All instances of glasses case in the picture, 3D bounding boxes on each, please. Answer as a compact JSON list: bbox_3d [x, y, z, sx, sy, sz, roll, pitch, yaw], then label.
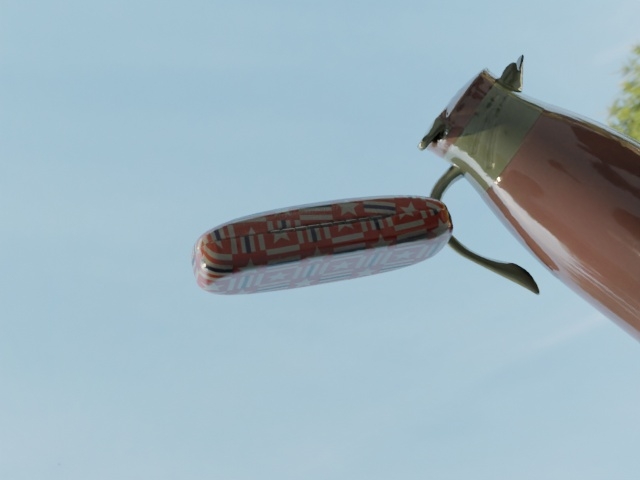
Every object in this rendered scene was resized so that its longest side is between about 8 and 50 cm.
[{"bbox_3d":[0.000,0.000,0.761,0.195,0.073,0.049,-8,-112,-17],"label":"glasses case"}]

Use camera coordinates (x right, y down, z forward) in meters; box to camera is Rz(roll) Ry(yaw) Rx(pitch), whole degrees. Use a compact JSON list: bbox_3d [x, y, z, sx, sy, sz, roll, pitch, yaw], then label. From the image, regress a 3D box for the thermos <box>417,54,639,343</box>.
[{"bbox_3d":[0.211,-0.032,0.906,0.265,0.146,0.176,35,-88,4],"label":"thermos"}]
